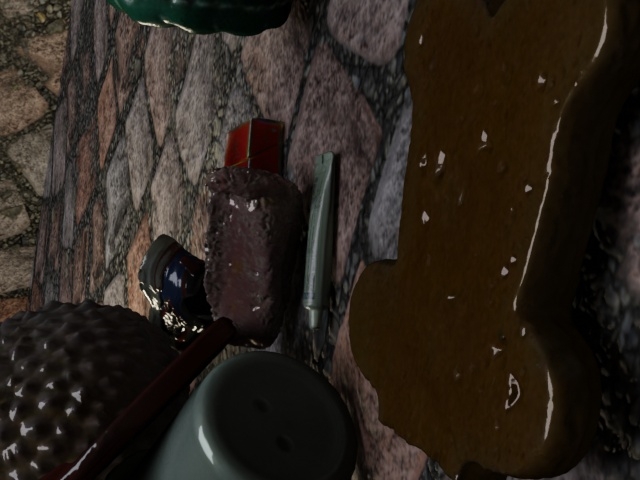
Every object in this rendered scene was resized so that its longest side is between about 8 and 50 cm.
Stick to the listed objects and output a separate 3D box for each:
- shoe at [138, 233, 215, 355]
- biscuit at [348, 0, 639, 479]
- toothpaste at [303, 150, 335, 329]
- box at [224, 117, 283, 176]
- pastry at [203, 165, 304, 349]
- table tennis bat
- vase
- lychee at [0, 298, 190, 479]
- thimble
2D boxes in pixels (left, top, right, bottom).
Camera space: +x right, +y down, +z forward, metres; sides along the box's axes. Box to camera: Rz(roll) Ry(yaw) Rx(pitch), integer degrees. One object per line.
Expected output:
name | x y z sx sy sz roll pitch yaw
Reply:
shoe | -0.177 0.092 1.833 0.227 0.125 0.099 80 -149 -43
biscuit | 0.133 -0.020 0.994 0.368 0.076 0.394 -164 81 -70
toothpaste | 0.000 0.000 1.416 0.048 0.029 0.197 165 110 -67
box | -0.088 -0.061 1.638 0.112 0.048 0.175 165 107 -70
pastry | -0.079 0.004 1.499 0.112 0.103 0.265 -60 -19 -45
table tennis bat | -0.228 0.218 1.392 0.268 0.051 0.415 -46 -1 42
vase | -0.095 0.259 1.379 0.291 0.245 0.245 -56 35 42
lychee | -0.344 0.264 1.727 0.380 0.432 0.380 -179 90 -82
thimble | -0.148 -0.362 1.552 0.288 0.254 0.167 -111 30 -61
